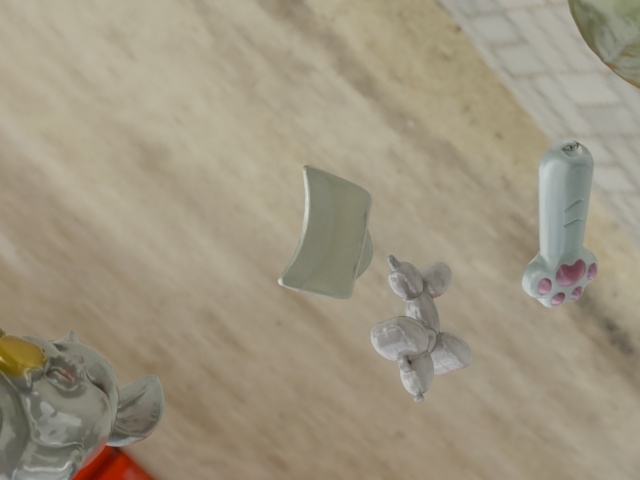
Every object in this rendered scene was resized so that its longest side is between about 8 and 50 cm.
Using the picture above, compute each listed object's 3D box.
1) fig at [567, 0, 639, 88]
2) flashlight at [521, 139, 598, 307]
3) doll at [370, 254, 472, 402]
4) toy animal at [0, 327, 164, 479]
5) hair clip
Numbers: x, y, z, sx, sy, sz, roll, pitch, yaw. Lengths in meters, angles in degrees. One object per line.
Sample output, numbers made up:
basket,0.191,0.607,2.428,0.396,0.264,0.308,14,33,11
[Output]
fig,0.433,-0.321,1.720,0.343,0.343,0.343,38,165,12
flashlight,0.268,-0.016,1.720,0.047,0.093,0.200,45,143,51
doll,0.105,0.094,1.682,0.160,0.059,0.161,9,-114,-60
toy animal,-0.303,0.166,1.582,0.208,0.154,0.325,27,-169,17
hair clip,0.018,0.003,2.265,0.113,0.173,0.282,12,175,4
